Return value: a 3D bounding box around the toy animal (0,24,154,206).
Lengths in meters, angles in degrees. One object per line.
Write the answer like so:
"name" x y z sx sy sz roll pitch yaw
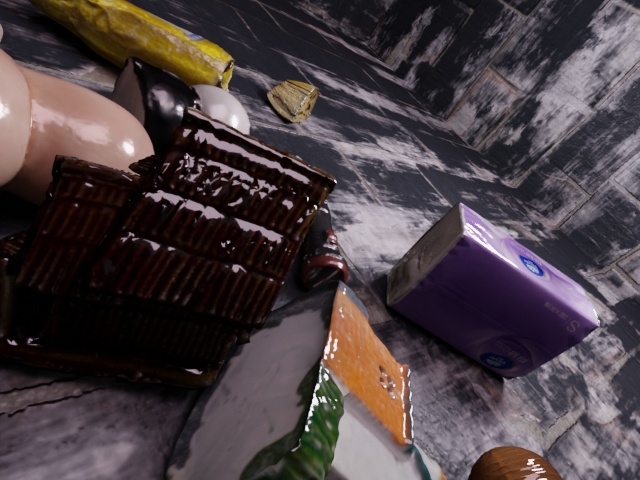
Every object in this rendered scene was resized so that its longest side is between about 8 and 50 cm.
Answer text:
"toy animal" -0.381 -0.130 0.517 0.327 0.236 0.269 19 8 -23

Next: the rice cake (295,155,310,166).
"rice cake" -0.023 -0.177 1.091 0.121 0.022 0.021 39 32 1

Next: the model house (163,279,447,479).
"model house" 0.022 0.242 0.486 0.301 0.190 0.271 47 25 -14

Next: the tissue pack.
"tissue pack" 0.336 0.113 0.861 0.339 0.242 0.160 32 32 -8

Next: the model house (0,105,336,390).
"model house" -0.163 -0.021 0.484 0.317 0.282 0.297 19 31 -17

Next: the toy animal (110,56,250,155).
"toy animal" -0.247 -0.213 0.766 0.235 0.165 0.187 4 23 -47

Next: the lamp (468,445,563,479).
"lamp" 0.276 0.361 0.580 0.137 0.136 0.136 26 33 -18

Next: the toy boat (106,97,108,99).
"toy boat" -0.439 -0.239 0.720 0.140 0.059 0.066 4 27 -39

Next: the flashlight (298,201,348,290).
"flashlight" 0.000 0.000 0.824 0.093 0.093 0.231 23 34 -22

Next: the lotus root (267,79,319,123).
"lotus root" -0.084 -0.439 1.319 0.135 0.095 0.159 42 71 17

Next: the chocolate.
"chocolate" -0.415 -0.449 0.932 0.446 0.162 0.162 26 33 -14
